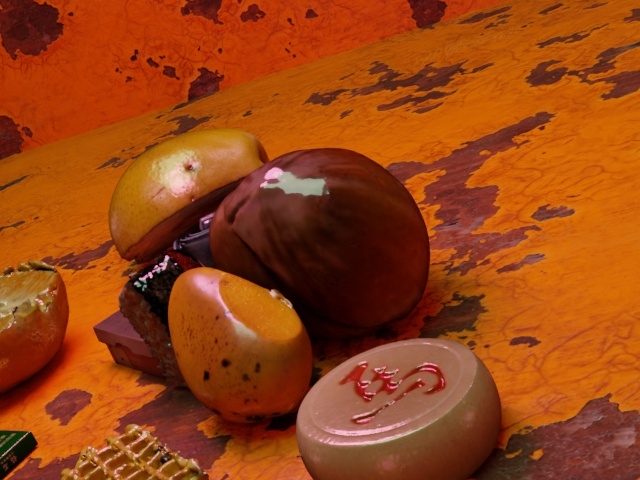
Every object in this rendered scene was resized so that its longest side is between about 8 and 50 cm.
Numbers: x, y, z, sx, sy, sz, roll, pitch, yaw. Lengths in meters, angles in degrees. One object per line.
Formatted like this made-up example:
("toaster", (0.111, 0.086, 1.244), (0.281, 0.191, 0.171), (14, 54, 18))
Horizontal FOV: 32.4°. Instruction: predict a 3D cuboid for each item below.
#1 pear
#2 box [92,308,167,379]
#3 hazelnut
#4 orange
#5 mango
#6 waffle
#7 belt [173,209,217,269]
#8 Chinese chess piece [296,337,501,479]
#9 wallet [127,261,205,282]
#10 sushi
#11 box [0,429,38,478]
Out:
("pear", (-0.304, -0.126, 2.388), (0.386, 0.191, 0.340), (-33, -5, 3))
("box", (-0.268, 0.151, 1.997), (0.215, 0.086, 0.215), (-35, 24, -32))
("hazelnut", (0.000, 0.000, 1.773), (0.372, 0.372, 0.315), (-14, 58, 21))
("orange", (-0.613, 0.182, 2.115), (0.262, 0.196, 0.334), (-31, 13, 20))
("mango", (-0.133, 0.158, 1.657), (0.160, 0.191, 0.290), (-6, 41, -44))
("waffle", (-0.273, 0.356, 1.535), (0.283, 0.065, 0.309), (-18, 24, 17))
("belt", (-0.184, -0.018, 2.282), (0.267, 0.116, 0.206), (-32, 15, -30))
("Chinese chess piece", (0.098, 0.230, 1.415), (0.273, 0.102, 0.273), (-20, 21, 8))
("wallet", (-0.293, 0.084, 2.179), (0.155, 0.110, 0.039), (-15, 58, 20))
("sushi", (-0.231, 0.131, 1.808), (0.126, 0.225, 0.136), (-35, 15, -35))
("box", (-0.600, 0.370, 1.861), (0.235, 0.034, 0.132), (-6, 26, 36))
